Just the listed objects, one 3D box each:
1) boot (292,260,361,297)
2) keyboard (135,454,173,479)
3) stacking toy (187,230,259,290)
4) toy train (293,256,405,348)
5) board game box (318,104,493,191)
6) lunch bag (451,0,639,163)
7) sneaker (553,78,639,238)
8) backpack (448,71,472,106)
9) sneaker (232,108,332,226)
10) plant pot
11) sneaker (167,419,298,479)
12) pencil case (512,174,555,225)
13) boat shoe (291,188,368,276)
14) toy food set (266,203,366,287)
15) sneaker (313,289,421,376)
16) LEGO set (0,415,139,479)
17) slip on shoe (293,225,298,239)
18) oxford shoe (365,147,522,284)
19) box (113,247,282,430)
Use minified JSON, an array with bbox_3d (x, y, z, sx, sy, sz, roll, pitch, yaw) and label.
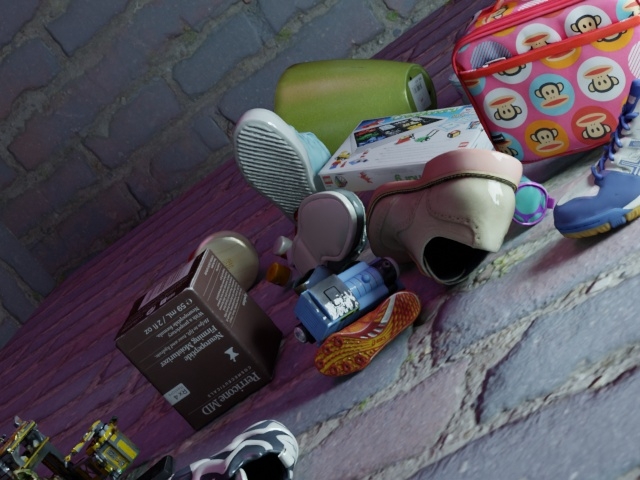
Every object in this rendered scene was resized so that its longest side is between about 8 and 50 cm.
[{"bbox_3d":[0.023,0.063,1.648,0.082,0.106,0.219,-33,15,24],"label":"boot"},{"bbox_3d":[-0.297,0.402,1.602,0.180,0.023,0.108,-40,7,2],"label":"keyboard"},{"bbox_3d":[-0.229,0.051,2.327,0.141,0.141,0.330,-42,8,-10],"label":"stacking toy"},{"bbox_3d":[0.042,0.084,1.501,0.184,0.080,0.105,-29,-19,-29],"label":"toy train"},{"bbox_3d":[0.168,-0.168,1.915,0.305,0.053,0.193,-3,34,36],"label":"board game box"},{"bbox_3d":[0.338,-0.255,1.444,0.293,0.258,0.120,-15,27,34],"label":"lunch bag"},{"bbox_3d":[0.385,-0.126,1.256,0.296,0.131,0.112,-38,16,12],"label":"sneaker"},{"bbox_3d":[0.338,-0.334,2.005,0.188,0.144,0.166,-45,20,-7],"label":"backpack"},{"bbox_3d":[-0.059,-0.157,1.993,0.135,0.366,0.150,-11,56,18],"label":"sneaker"},{"bbox_3d":[0.096,-0.288,2.312,0.293,0.275,0.275,-10,30,35],"label":"plant pot"},{"bbox_3d":[-0.121,0.314,1.261,0.235,0.094,0.153,-31,4,-8],"label":"sneaker"},{"bbox_3d":[0.275,-0.068,1.491,0.152,0.070,0.065,-106,22,-74],"label":"pencil case"},{"bbox_3d":[0.028,-0.018,1.759,0.099,0.116,0.319,-31,-13,-21],"label":"boat shoe"},{"bbox_3d":[0.000,0.000,1.978,0.232,0.104,0.111,-51,31,28],"label":"toy food set"},{"bbox_3d":[0.069,0.132,1.449,0.175,0.064,0.067,-34,-7,9],"label":"sneaker"},{"bbox_3d":[-0.467,0.391,1.667,0.255,0.192,0.331,-35,14,49],"label":"LEGO set"},{"bbox_3d":[-0.032,0.006,2.111,0.051,0.041,0.135,-33,34,30],"label":"slip on shoe"},{"bbox_3d":[0.149,-0.008,1.490,0.397,0.140,0.147,136,144,-70],"label":"oxford shoe"},{"bbox_3d":[-0.193,0.158,1.711,0.168,0.203,0.167,-36,15,16],"label":"box"}]
